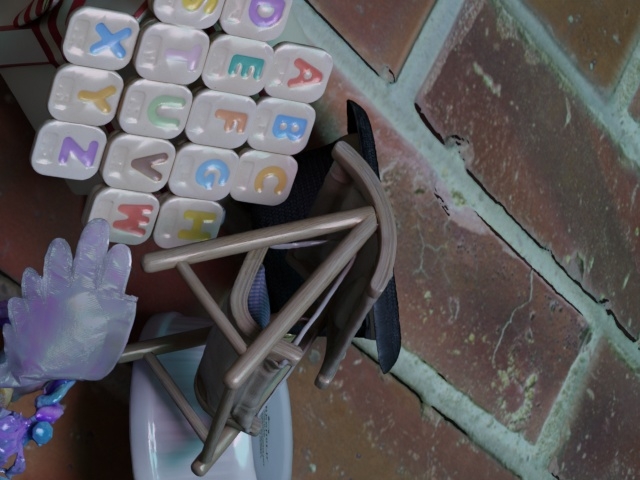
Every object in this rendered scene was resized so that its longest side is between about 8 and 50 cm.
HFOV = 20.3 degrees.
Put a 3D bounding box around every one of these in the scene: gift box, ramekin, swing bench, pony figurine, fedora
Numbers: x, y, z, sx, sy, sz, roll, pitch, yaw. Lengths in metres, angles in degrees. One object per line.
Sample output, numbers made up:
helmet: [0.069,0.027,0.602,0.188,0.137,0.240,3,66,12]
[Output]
gift box: [-0.160,-0.219,1.835,0.258,0.276,0.255,61,39,-33]
ramekin: [-0.114,0.209,1.987,0.273,0.127,0.273,-5,90,-78]
swing bench: [-0.049,0.070,1.785,0.254,0.253,0.165,-30,73,-24]
pony figurine: [-0.356,0.106,1.751,0.363,0.302,0.351,-36,150,-36]
fedora: [0.000,0.000,2.079,0.152,0.334,0.334,-8,107,-1]

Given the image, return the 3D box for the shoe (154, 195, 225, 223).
shoe: [-0.177,-0.056,2.010,0.178,0.063,0.081,-3,104,-40]

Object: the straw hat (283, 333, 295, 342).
straw hat: [-0.043,0.088,2.173,0.144,0.061,0.145,-9,103,-43]

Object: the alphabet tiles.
alphabet tiles: [-0.128,-0.123,1.711,0.278,0.021,0.284,8,112,-30]
